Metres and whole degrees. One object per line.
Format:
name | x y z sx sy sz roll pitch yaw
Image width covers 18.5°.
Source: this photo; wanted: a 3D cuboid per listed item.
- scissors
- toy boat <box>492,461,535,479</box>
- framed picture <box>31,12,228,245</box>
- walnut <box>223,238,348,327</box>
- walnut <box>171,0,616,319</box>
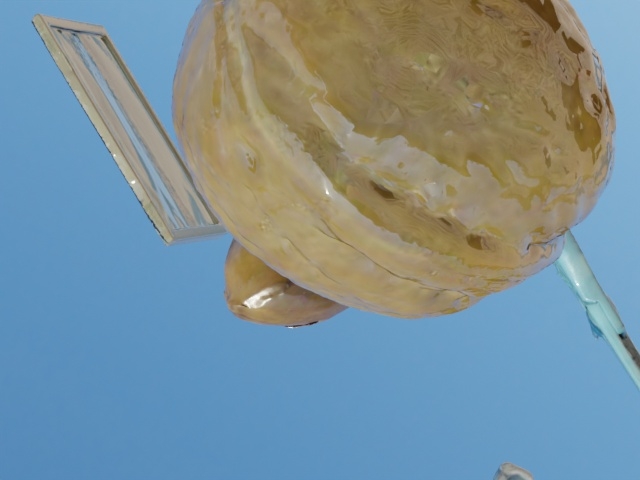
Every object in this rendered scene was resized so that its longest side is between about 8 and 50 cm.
scissors | 0.252 0.060 1.799 0.393 0.032 0.180 59 -175 6
toy boat | 0.249 0.366 1.975 0.129 0.142 0.309 -18 -106 -28
framed picture | -0.210 -0.123 2.197 0.289 0.016 0.213 59 -168 5
walnut | 0.000 0.000 1.886 0.137 0.137 0.245 42 -119 13
walnut | 0.059 -0.091 1.449 0.333 0.333 0.333 29 -155 -15
